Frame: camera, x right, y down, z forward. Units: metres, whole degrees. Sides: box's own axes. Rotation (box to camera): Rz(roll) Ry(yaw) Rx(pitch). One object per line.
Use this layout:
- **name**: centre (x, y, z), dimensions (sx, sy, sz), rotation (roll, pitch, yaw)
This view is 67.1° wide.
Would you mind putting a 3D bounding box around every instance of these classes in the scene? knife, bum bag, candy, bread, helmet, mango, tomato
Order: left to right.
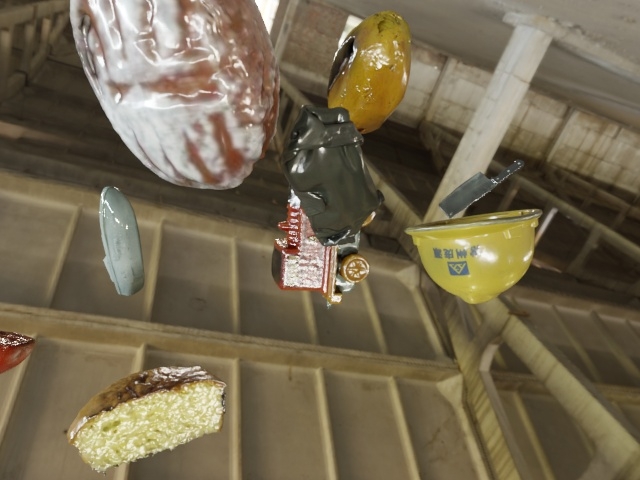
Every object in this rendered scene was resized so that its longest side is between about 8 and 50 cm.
- **tomato**: centre (-0.663, 0.217, 0.923), dimensions (0.174, 0.082, 0.166), rotation (9, 174, -3)
- **bread**: centre (-0.306, 0.299, 0.867), dimensions (0.260, 0.129, 0.134), rotation (-8, -160, -24)
- **candy**: centre (-0.163, -0.196, 0.575), dimensions (0.214, 0.289, 0.157), rotation (-6, -144, 18)
- **bum bag**: centre (0.023, -0.100, 0.784), dimensions (0.079, 0.142, 0.326), rotation (56, 175, 33)
- **mango**: centre (0.096, -0.317, 0.929), dimensions (0.151, 0.248, 0.156), rotation (15, -130, -2)
- **helmet**: centre (0.248, 0.028, 0.769), dimensions (0.205, 0.140, 0.257), rotation (-6, -175, 32)
- **knife**: centre (0.435, -0.153, 1.316), dimensions (0.072, 0.245, 0.019), rotation (59, -172, 34)

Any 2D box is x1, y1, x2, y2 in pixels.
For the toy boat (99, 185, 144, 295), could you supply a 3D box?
- **toy boat**: centre (-0.442, 0.001, 1.056), dimensions (0.085, 0.260, 0.078), rotation (16, -147, 21)

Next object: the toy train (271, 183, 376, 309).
- **toy train**: centre (0.000, 0.000, 1.212), dimensions (0.232, 0.369, 0.163), rotation (0, -167, -18)
